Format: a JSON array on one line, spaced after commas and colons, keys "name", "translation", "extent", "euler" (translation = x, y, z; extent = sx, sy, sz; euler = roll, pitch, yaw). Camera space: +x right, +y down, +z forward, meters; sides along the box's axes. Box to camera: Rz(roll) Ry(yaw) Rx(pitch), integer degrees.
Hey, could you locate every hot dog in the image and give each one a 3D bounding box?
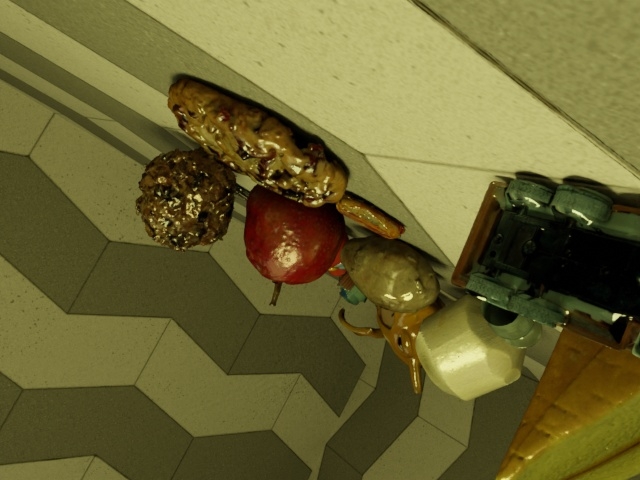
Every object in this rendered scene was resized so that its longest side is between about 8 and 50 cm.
[{"name": "hot dog", "translation": [0.096, -0.044, 1.069], "extent": [0.144, 0.038, 0.062], "euler": [28, 171, -15]}]

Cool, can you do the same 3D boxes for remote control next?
[{"name": "remote control", "translation": [-0.203, -0.125, 1.751], "extent": [0.212, 0.028, 0.059], "euler": [31, 169, -28]}]

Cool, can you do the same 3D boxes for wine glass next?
[{"name": "wine glass", "translation": [0.398, 0.163, 1.182], "extent": [0.093, 0.093, 0.202], "euler": [23, 175, 37]}]

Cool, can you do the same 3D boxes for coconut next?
[{"name": "coconut", "translation": [0.379, 0.253, 1.394], "extent": [0.237, 0.265, 0.237], "euler": [50, -158, -30]}]

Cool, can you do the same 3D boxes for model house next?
[{"name": "model house", "translation": [0.109, 0.125, 1.973], "extent": [0.119, 0.148, 0.149], "euler": [27, 162, 51]}]

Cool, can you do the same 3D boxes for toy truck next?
[{"name": "toy truck", "translation": [0.307, 0.049, 0.526], "extent": [0.184, 0.133, 0.338], "euler": [20, -178, -37]}]

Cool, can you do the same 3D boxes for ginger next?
[{"name": "ginger", "translation": [0.174, 0.084, 1.344], "extent": [0.244, 0.155, 0.304], "euler": [19, 179, 19]}]

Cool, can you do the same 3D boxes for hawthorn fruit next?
[{"name": "hawthorn fruit", "translation": [-0.058, 0.006, 1.154], "extent": [0.210, 0.266, 0.230], "euler": [10, 178, -2]}]

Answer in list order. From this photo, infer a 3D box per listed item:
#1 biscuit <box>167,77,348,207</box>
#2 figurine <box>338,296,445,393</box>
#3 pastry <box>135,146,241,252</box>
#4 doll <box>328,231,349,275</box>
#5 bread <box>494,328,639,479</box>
[{"name": "biscuit", "translation": [-0.111, -0.148, 0.945], "extent": [0.334, 0.081, 0.289], "euler": [27, 173, 25]}, {"name": "figurine", "translation": [0.299, 0.286, 1.812], "extent": [0.401, 0.268, 0.387], "euler": [37, -177, -12]}, {"name": "pastry", "translation": [-0.336, -0.109, 1.416], "extent": [0.275, 0.275, 0.193], "euler": [33, -167, -40]}, {"name": "doll", "translation": [-0.001, 0.004, 1.435], "extent": [0.161, 0.130, 0.290], "euler": [19, 156, 22]}, {"name": "bread", "translation": [0.453, 0.303, 0.861], "extent": [0.233, 0.362, 0.245], "euler": [32, 175, -30]}]
